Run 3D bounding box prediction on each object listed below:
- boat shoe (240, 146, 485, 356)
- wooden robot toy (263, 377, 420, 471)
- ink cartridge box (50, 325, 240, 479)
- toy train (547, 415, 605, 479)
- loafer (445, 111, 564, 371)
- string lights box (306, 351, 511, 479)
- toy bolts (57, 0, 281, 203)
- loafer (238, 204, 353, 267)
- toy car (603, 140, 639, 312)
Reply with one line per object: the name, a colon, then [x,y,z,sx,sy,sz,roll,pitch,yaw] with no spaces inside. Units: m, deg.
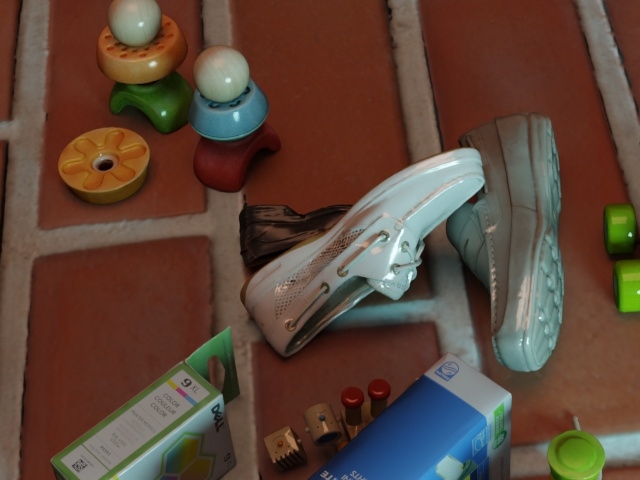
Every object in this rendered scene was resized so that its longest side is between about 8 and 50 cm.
boat shoe: [0.056,0.017,1.569,0.277,0.098,0.096,-36,65,13]
wooden robot toy: [0.041,0.181,1.471,0.173,0.076,0.079,-17,59,-8]
ink cartridge box: [-0.136,0.184,1.459,0.209,0.109,0.062,-37,54,-25]
toy train: [0.213,0.209,1.369,0.105,0.143,0.248,0,48,7]
loafer: [0.181,0.001,1.599,0.112,0.112,0.319,-7,42,14]
string lights box: [0.051,0.229,1.377,0.077,0.133,0.260,33,59,31]
toy bolts: [-0.171,-0.149,1.736,0.229,0.158,0.218,19,53,23]
loafer: [0.000,0.000,1.656,0.170,0.062,0.061,-2,69,10]
toy car: [0.357,-0.035,1.546,0.155,0.188,0.149,-4,47,3]
